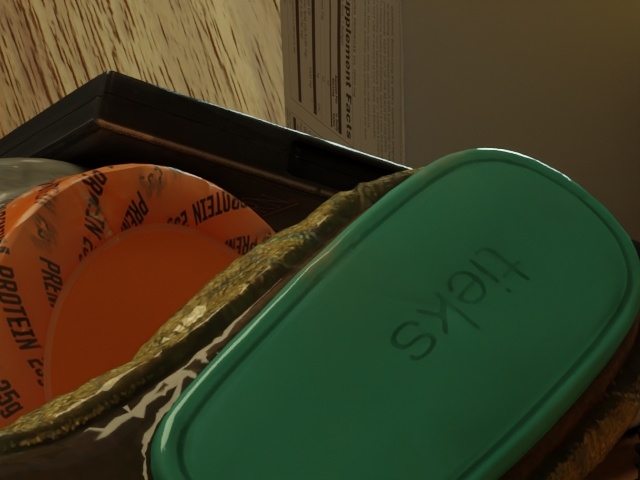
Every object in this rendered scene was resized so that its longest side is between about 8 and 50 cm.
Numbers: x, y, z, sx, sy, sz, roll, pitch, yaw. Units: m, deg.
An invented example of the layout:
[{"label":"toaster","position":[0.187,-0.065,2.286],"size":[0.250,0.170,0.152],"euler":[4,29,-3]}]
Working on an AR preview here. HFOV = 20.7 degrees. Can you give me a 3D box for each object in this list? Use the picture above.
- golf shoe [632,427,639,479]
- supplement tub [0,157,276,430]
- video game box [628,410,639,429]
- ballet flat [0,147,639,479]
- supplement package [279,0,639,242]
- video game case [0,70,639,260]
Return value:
[{"label":"golf shoe","position":[0.169,0.037,0.456],"size":[0.198,0.077,0.094],"euler":[-20,1,-33]},{"label":"supplement tub","position":[-0.150,0.082,0.673],"size":[0.194,0.193,0.316],"euler":[-19,-1,-44]},{"label":"video game box","position":[0.087,0.080,0.866],"size":[0.187,0.048,0.205],"euler":[-15,-1,-23]},{"label":"ballet flat","position":[-0.046,0.090,0.367],"size":[0.123,0.123,0.348],"euler":[-19,11,45]},{"label":"supplement package","position":[0.127,-0.081,0.945],"size":[0.262,0.204,0.145],"euler":[-14,29,-22]},{"label":"video game case","position":[0.000,0.000,0.738],"size":[0.274,0.026,0.196],"euler":[16,-15,-25]}]
